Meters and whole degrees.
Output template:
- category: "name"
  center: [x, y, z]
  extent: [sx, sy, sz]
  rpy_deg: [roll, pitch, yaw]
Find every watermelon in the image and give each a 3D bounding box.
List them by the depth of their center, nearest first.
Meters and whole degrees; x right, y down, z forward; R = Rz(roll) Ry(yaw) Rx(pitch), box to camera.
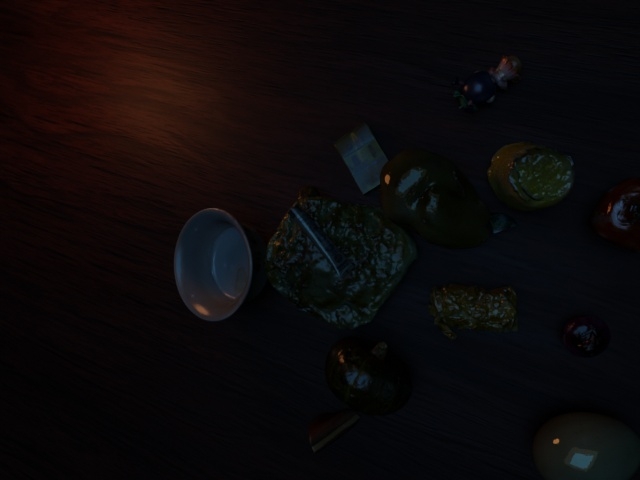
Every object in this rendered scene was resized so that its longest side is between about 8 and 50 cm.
- category: "watermelon"
  center: [0.509, -0.039, 1.265]
  extent: [0.085, 0.085, 0.061]
  rpy_deg: [31, 139, 16]

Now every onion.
- category: "onion"
  center: [0.689, 0.251, 1.166]
  extent: [0.115, 0.104, 0.115]
  rpy_deg: [6, 110, 18]

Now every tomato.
- category: "tomato"
  center: [0.779, -0.062, 1.117]
  extent: [0.187, 0.151, 0.187]
  rpy_deg: [-2, 83, 20]

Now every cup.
- category: "cup"
  center: [-0.294, 0.076, 1.438]
  extent: [0.347, 0.163, 0.348]
  rpy_deg: [-1, 88, 34]

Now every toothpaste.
- category: "toothpaste"
  center: [0.000, 0.000, 1.242]
  extent: [0.239, 0.062, 0.039]
  rpy_deg: [49, 146, 3]

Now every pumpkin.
- category: "pumpkin"
  center: [0.137, 0.365, 1.265]
  extent: [0.260, 0.260, 0.189]
  rpy_deg: [25, 96, 17]

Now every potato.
- category: "potato"
  center: [0.319, -0.106, 1.250]
  extent: [0.351, 0.202, 0.218]
  rpy_deg: [32, 86, 2]

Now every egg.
- category: "egg"
  center: [0.664, 0.528, 1.124]
  extent: [0.253, 0.188, 0.189]
  rpy_deg: [-19, 83, 13]

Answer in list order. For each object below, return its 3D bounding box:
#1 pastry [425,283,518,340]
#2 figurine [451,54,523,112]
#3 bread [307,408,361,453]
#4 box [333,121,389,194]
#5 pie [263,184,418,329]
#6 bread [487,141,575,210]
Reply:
- category: "pastry"
  center: [0.417, 0.197, 1.255]
  extent: [0.249, 0.102, 0.154]
  rpy_deg: [-2, 85, 16]
- category: "figurine"
  center: [0.463, -0.443, 1.252]
  extent: [0.195, 0.102, 0.112]
  rpy_deg: [-36, 76, 15]
- category: "bread"
  center: [0.022, 0.578, 1.373]
  extent: [0.119, 0.192, 0.067]
  rpy_deg: [-20, 88, 54]
- category: "box"
  center: [0.138, -0.253, 1.392]
  extent: [0.121, 0.030, 0.193]
  rpy_deg: [-31, 81, 15]
- category: "pie"
  center: [0.052, 0.063, 1.340]
  extent: [0.417, 0.180, 0.395]
  rpy_deg: [25, 95, 11]
- category: "bread"
  center: [0.552, -0.172, 1.185]
  extent: [0.197, 0.170, 0.197]
  rpy_deg: [0, 94, 6]
